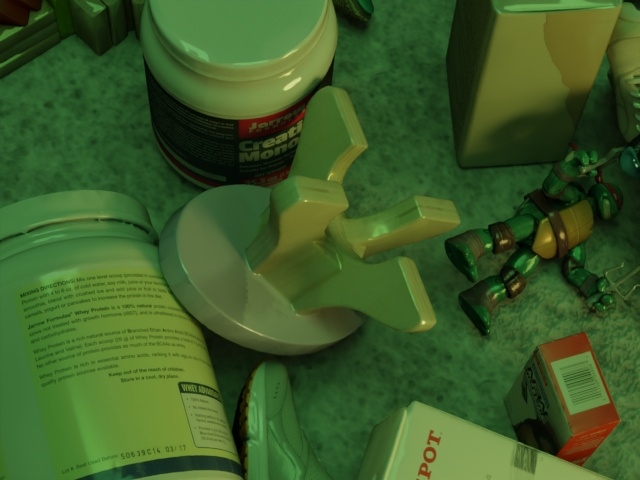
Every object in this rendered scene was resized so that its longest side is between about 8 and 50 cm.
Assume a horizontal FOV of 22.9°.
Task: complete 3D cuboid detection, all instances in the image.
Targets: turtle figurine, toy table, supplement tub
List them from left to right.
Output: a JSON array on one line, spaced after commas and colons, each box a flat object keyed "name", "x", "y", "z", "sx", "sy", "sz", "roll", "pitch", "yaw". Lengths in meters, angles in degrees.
[{"name": "supplement tub", "x": -0.214, "y": 0.141, "z": 1.462, "sx": 0.236, "sy": 0.235, "sz": 0.324, "roll": -14, "pitch": 67, "yaw": -9}, {"name": "supplement tub", "x": -0.081, "y": -0.179, "z": 1.586, "sx": 0.191, "sy": 0.272, "sz": 0.191, "roll": 1, "pitch": 67, "yaw": -2}, {"name": "toy table", "x": 0.000, "y": 0.000, "z": 1.497, "sx": 0.274, "sy": 0.161, "sz": 0.252, "roll": -12, "pitch": 72, "yaw": -56}, {"name": "turtle figurine", "x": 0.245, "y": -0.006, "z": 1.617, "sx": 0.234, "sy": 0.118, "sz": 0.175, "roll": -28, "pitch": 110, "yaw": -11}]

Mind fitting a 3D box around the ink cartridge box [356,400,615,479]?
[{"name": "ink cartridge box", "x": 0.161, "y": 0.295, "z": 1.443, "sx": 0.283, "sy": 0.117, "sz": 0.207, "roll": 23, "pitch": 67, "yaw": -9}]

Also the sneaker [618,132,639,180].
[{"name": "sneaker", "x": 0.399, "y": 0.034, "z": 1.562, "sx": 0.140, "sy": 0.125, "sz": 0.340, "roll": -21, "pitch": 89, "yaw": -18}]

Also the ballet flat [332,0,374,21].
[{"name": "ballet flat", "x": -0.001, "y": -0.321, "z": 1.774, "sx": 0.067, "sy": 0.073, "sz": 0.206, "roll": -26, "pitch": 65, "yaw": 16}]

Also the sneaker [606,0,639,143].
[{"name": "sneaker", "x": 0.339, "y": -0.161, "z": 1.596, "sx": 0.110, "sy": 0.292, "sz": 0.118, "roll": -3, "pitch": 75, "yaw": 14}]

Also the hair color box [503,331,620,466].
[{"name": "hair color box", "x": 0.227, "y": 0.162, "z": 1.511, "sx": 0.053, "sy": 0.167, "sz": 0.093, "roll": -15, "pitch": 68, "yaw": -10}]

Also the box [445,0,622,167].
[{"name": "box", "x": 0.205, "y": -0.206, "z": 1.590, "sx": 0.121, "sy": 0.311, "sz": 0.148, "roll": -3, "pitch": 67, "yaw": -3}]

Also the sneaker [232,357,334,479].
[{"name": "sneaker", "x": -0.019, "y": 0.242, "z": 1.515, "sx": 0.121, "sy": 0.099, "sz": 0.262, "roll": -1, "pitch": 74, "yaw": -11}]

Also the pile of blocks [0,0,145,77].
[{"name": "pile of blocks", "x": -0.224, "y": -0.286, "z": 1.714, "sx": 0.362, "sy": 0.112, "sz": 0.148, "roll": -10, "pitch": 68, "yaw": -7}]
